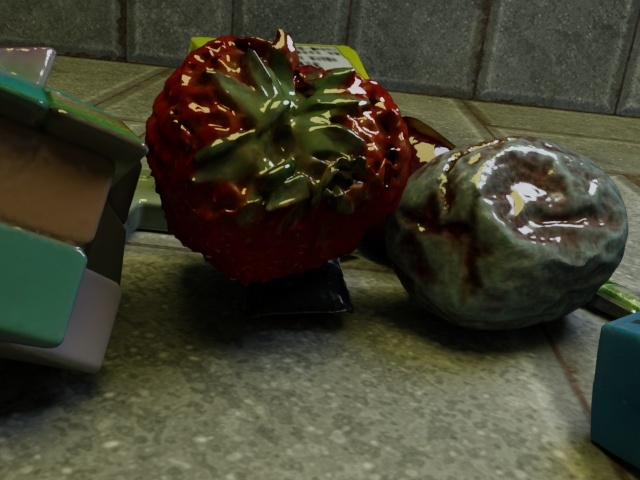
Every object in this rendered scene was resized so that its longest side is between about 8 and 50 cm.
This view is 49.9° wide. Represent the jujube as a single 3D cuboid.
[{"bbox_3d":[0.230,-0.007,0.881,0.307,0.247,0.215,4,-21,-22],"label":"jujube"}]

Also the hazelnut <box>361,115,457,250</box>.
[{"bbox_3d":[0.133,-0.075,1.077,0.229,0.230,0.229,5,21,-2],"label":"hazelnut"}]

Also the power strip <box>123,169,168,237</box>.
[{"bbox_3d":[-0.303,-0.057,1.088,0.193,0.059,0.265,7,20,2],"label":"power strip"}]

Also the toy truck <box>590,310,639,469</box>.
[{"bbox_3d":[0.448,0.123,0.701,0.384,0.161,0.162,-10,17,-33],"label":"toy truck"}]

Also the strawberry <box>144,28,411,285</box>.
[{"bbox_3d":[-0.064,-0.068,0.828,0.311,0.267,0.351,9,-24,-21],"label":"strawberry"}]

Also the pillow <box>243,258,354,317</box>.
[{"bbox_3d":[-0.032,0.047,0.906,0.141,0.055,0.208,-6,22,-5],"label":"pillow"}]

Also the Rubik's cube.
[{"bbox_3d":[-0.351,-0.038,0.666,0.387,0.359,0.368,8,-21,2],"label":"Rubik's cube"}]

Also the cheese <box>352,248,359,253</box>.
[{"bbox_3d":[0.000,0.000,1.069,0.067,0.026,0.120,-13,29,-40],"label":"cheese"}]

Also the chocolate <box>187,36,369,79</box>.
[{"bbox_3d":[-0.076,-0.174,1.156,0.300,0.289,0.137,-6,35,-28],"label":"chocolate"}]

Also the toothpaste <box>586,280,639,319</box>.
[{"bbox_3d":[0.407,0.079,0.958,0.078,0.047,0.248,-12,30,-35],"label":"toothpaste"}]
